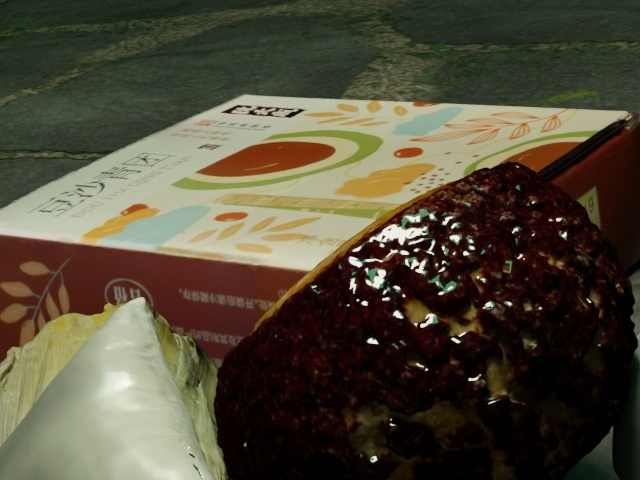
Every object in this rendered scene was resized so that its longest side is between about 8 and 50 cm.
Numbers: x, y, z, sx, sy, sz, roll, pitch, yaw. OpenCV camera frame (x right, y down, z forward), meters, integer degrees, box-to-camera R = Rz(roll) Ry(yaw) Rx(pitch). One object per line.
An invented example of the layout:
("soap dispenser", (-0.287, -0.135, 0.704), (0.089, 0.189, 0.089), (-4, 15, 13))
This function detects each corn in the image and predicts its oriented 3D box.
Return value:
("corn", (-0.114, 0.125, 0.919), (0.123, 0.122, 0.305), (-30, 22, 3))

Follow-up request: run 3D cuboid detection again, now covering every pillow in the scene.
("pillow", (-0.132, 0.156, 0.710), (0.254, 0.078, 0.144), (-49, 33, 9))

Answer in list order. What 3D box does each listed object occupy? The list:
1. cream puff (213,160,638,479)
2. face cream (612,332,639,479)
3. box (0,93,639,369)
("cream puff", (0.061, 0.074, 0.873), (0.239, 0.165, 0.239), (-36, -11, -8))
("face cream", (0.215, 0.102, 0.892), (0.117, 0.104, 0.117), (-6, 18, 2))
("box", (0.000, 0.000, 1.241), (0.385, 0.122, 0.344), (6, 24, 34))
